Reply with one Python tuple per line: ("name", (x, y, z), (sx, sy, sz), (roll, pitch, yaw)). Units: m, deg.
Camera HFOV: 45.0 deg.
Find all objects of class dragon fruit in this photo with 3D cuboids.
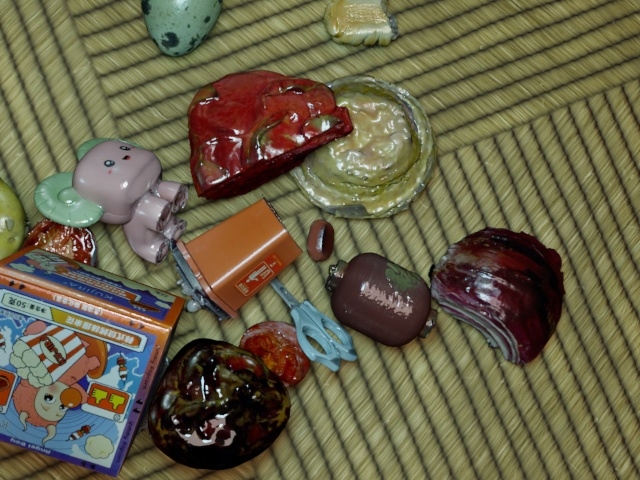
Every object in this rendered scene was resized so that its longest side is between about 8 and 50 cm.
("dragon fruit", (-0.128, -0.261, 1.580), (0.329, 0.228, 0.286), (-18, 83, 26))

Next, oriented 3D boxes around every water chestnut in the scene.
("water chestnut", (-0.201, 0.336, 1.541), (0.289, 0.244, 0.289), (-6, 110, -17))

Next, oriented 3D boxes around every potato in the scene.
("potato", (-0.701, -0.064, 1.574), (0.300, 0.140, 0.173), (34, 123, 29))

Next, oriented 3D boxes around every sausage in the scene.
("sausage", (0.000, 0.000, 1.711), (0.059, 0.054, 0.094), (14, 80, -41))

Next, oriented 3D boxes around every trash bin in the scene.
("trash bin", (-0.176, 0.024, 1.613), (0.239, 0.161, 0.184), (-37, 59, -2))

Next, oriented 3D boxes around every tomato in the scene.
("tomato", (-0.085, 0.232, 1.652), (0.159, 0.091, 0.139), (34, 124, 12))
("tomato", (-0.541, 0.033, 1.629), (0.166, 0.082, 0.174), (39, 89, -6))

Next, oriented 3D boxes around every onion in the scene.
("onion", (0.417, 0.091, 1.708), (0.314, 0.146, 0.280), (34, 77, 2))

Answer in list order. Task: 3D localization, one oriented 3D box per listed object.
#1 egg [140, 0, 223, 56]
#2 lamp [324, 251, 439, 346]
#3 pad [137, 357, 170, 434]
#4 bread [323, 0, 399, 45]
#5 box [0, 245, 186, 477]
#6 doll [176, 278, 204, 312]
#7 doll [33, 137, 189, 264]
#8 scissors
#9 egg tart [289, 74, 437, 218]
("egg", (-0.303, -0.512, 1.672), (0.177, 0.177, 0.228), (14, 95, -5))
("lamp", (0.127, 0.123, 1.661), (0.258, 0.180, 0.180), (28, 82, -1))
("pad", (-0.462, 0.264, 1.656), (0.220, 0.004, 0.330), (-38, 89, -9))
("bread", (0.095, -0.501, 1.760), (0.177, 0.084, 0.119), (-1, 83, -6))
("box", (-0.484, 0.225, 1.489), (0.349, 0.257, 0.318), (21, 98, -7))
("doll", (-0.274, 0.117, 1.678), (0.058, 0.040, 0.085), (-17, 87, 2))
("doll", (-0.424, -0.096, 1.608), (0.268, 0.216, 0.284), (23, 44, 9))
("scissors", (-0.059, 0.131, 1.664), (0.029, 0.191, 0.360), (-47, 74, 22))
("egg tart", (0.095, -0.212, 1.702), (0.352, 0.150, 0.351), (1, 80, -6))
